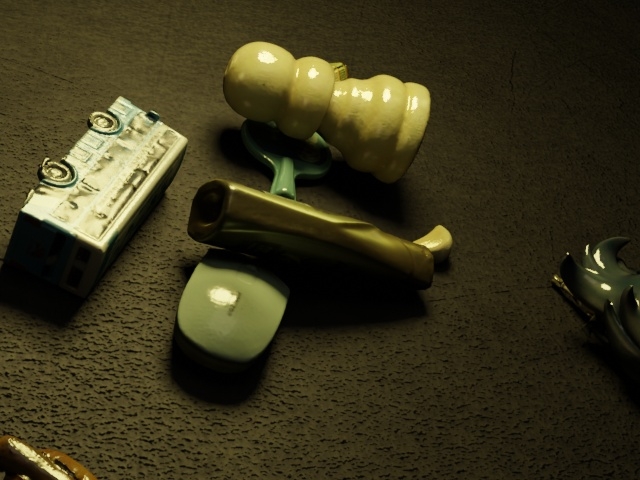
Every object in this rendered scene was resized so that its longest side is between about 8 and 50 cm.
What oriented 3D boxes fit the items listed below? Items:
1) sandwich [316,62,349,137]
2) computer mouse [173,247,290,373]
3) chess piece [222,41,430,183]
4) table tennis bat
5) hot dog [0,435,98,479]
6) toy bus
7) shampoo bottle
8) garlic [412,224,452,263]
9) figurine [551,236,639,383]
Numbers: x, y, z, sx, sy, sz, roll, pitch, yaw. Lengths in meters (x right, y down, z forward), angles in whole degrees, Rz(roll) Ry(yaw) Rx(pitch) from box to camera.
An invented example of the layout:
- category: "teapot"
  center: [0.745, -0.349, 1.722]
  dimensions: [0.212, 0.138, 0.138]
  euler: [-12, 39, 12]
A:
- category: "sandwich"
  center: [-0.035, -0.227, 1.943]
  dimensions: [0.163, 0.113, 0.079]
  euler: [6, 23, 35]
- category: "computer mouse"
  center: [-0.105, 0.075, 1.474]
  dimensions: [0.128, 0.079, 0.231]
  euler: [26, 32, -6]
- category: "chess piece"
  center: [0.000, -0.209, 1.789]
  dimensions: [0.300, 0.167, 0.167]
  euler: [20, 36, -14]
- category: "table tennis bat"
  center: [-0.052, -0.122, 1.786]
  dimensions: [0.149, 0.038, 0.237]
  euler: [22, 33, -13]
- category: "hot dog"
  center: [-0.263, 0.244, 1.173]
  dimensions: [0.140, 0.060, 0.090]
  euler: [36, 32, 19]
- category: "toy bus"
  center: [-0.281, -0.062, 1.511]
  dimensions: [0.131, 0.106, 0.297]
  euler: [29, 37, 0]
- category: "shampoo bottle"
  center: [0.000, 0.000, 1.593]
  dimensions: [0.350, 0.125, 0.084]
  euler: [15, 78, -32]
- category: "garlic"
  center: [0.165, 0.008, 1.754]
  dimensions: [0.083, 0.041, 0.053]
  euler: [-25, 54, -39]
- category: "figurine"
  center: [0.457, 0.095, 1.724]
  dimensions: [0.175, 0.197, 0.265]
  euler: [-31, 66, -22]
